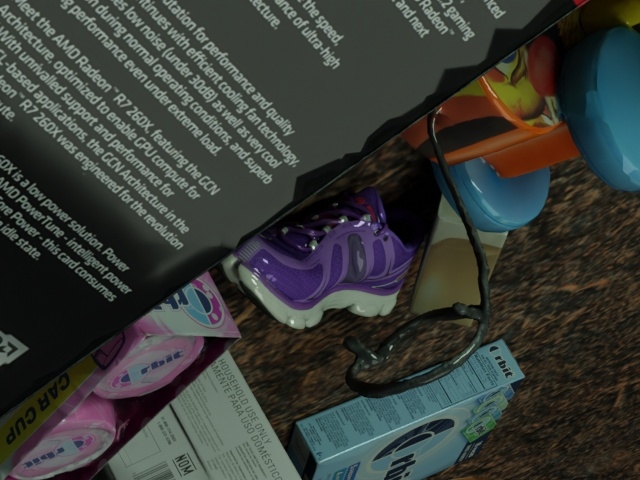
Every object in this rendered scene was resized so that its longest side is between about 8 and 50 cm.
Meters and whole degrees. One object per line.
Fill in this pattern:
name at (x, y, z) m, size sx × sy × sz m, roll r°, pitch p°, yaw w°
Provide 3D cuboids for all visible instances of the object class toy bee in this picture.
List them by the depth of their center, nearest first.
toy bee at (0.088, -0.084, 0.612) m, size 0.195 × 0.162 × 0.298 m, roll -22°, pitch -169°, yaw 21°

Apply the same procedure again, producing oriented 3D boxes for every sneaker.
sneaker at (0.000, 0.000, 0.784) m, size 0.170 × 0.068 × 0.071 m, roll -4°, pitch 131°, yaw -59°

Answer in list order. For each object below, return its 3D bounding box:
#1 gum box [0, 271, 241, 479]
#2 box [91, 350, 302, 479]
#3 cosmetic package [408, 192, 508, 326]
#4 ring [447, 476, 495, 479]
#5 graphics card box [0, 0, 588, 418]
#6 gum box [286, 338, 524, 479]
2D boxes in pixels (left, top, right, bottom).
gum box at (-0.135, 0.054, 0.662) m, size 0.188 × 0.107 × 0.062 m, roll -44°, pitch 152°, yaw 29°
box at (-0.083, 0.172, 0.878) m, size 0.087 × 0.169 × 0.290 m, roll -24°, pitch 154°, yaw -18°
cosmetic package at (0.084, -0.003, 0.839) m, size 0.041 × 0.060 × 0.115 m, roll 15°, pitch 151°, yaw 3°
ring at (-0.028, 0.242, 0.833) m, size 0.336 × 0.032 × 0.336 m, roll -27°, pitch 155°, yaw -14°
graphics card box at (-0.121, -0.066, 0.355) m, size 0.371 × 0.094 × 0.233 m, roll -36°, pitch 127°, yaw 12°
gum box at (0.059, 0.159, 1.159) m, size 0.184 × 0.041 × 0.157 m, roll -19°, pitch 154°, yaw -20°
